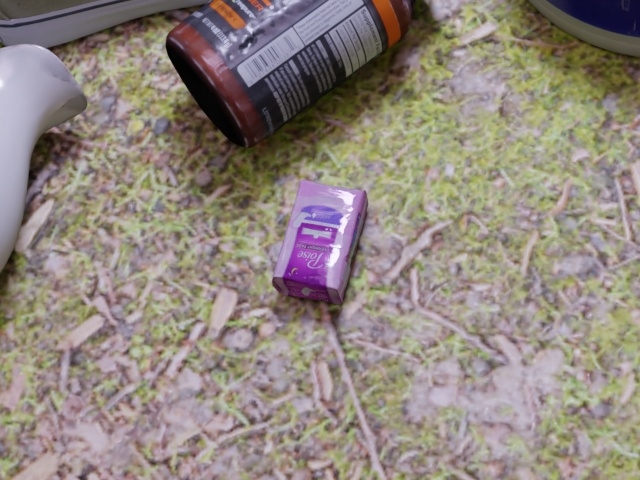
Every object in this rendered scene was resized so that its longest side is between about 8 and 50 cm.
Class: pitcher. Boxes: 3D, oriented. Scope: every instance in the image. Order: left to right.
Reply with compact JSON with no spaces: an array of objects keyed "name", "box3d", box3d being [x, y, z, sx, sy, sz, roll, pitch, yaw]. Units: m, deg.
[{"name":"pitcher","box3d":[-0.286,-0.042,1.240,0.178,0.125,0.207,3,53,32]}]

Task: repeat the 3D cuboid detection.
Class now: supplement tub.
[{"name":"supplement tub","box3d":[-0.008,-0.162,1.250,0.198,0.106,0.106,-37,65,-10]}]

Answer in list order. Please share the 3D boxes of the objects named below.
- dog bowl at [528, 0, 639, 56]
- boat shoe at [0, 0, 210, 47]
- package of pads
[{"name":"dog bowl","box3d":[0.257,-0.271,1.260,0.265,0.104,0.265,-3,65,7]},{"name":"boat shoe","box3d":[-0.124,-0.233,1.306,0.302,0.094,0.109,-24,64,-2]},{"name":"package of pads","box3d":[0.000,0.000,1.214,0.050,0.032,0.083,9,67,16]}]
